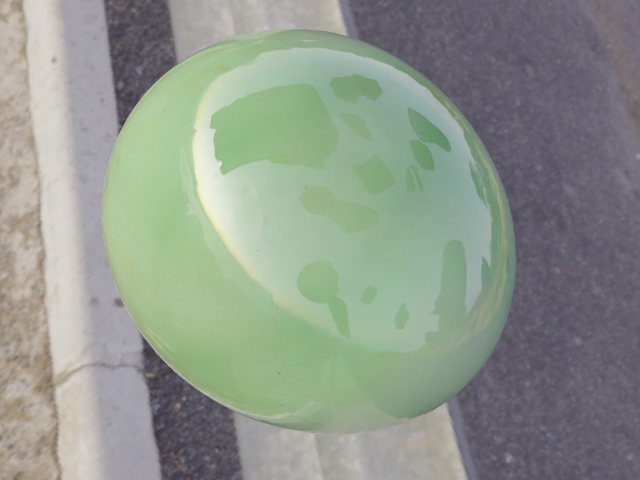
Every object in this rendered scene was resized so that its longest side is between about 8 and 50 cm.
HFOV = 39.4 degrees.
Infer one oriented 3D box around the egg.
[{"bbox_3d":[0.000,0.000,0.526,0.270,0.220,0.220,36,40,-45],"label":"egg"}]
